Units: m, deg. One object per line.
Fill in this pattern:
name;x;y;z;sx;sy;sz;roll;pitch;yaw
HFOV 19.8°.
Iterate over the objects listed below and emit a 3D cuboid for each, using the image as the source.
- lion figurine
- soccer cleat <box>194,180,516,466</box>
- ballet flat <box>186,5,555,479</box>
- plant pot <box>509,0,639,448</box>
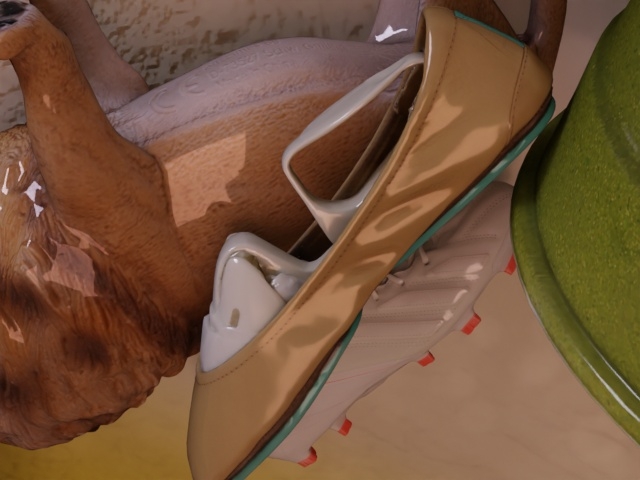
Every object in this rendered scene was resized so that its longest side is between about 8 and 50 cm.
lion figurine;-0.019;-0.048;0.822;0.392;0.142;0.240;-18;125;1
soccer cleat;0.019;0.035;0.909;0.076;0.068;0.196;38;113;-18
ballet flat;0.000;0.000;0.764;0.073;0.080;0.232;37;100;-15
plant pot;0.295;-0.099;0.653;0.367;0.366;0.353;11;126;-9
